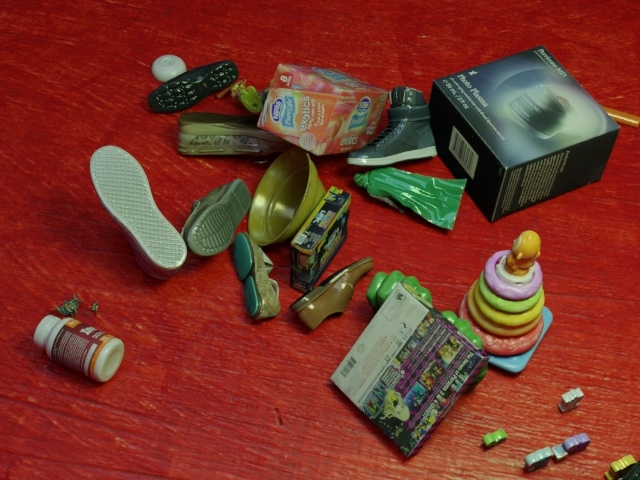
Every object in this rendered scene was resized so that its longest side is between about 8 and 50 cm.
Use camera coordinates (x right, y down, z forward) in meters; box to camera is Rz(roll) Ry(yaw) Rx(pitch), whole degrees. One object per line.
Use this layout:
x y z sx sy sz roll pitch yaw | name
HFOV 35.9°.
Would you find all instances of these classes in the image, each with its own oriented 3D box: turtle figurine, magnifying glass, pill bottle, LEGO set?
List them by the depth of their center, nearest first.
-0.445 0.194 1.814 0.152 0.086 0.086 21 54 14 | pill bottle
-0.472 0.132 1.908 0.083 0.023 0.054 19 54 -4 | LEGO set
-0.115 -0.321 2.206 0.269 0.087 0.217 -5 10 7 | turtle figurine
0.629 -0.307 2.304 0.231 0.026 0.092 18 52 14 | magnifying glass

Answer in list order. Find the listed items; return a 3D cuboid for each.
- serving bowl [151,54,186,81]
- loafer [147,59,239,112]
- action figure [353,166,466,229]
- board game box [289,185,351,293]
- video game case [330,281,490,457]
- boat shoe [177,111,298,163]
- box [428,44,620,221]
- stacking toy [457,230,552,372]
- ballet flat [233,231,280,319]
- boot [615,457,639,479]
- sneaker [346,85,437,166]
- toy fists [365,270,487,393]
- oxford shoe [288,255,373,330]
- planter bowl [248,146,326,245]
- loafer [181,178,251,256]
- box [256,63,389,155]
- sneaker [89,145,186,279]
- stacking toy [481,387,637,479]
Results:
-0.361 -0.413 2.341 0.083 0.027 0.083 1 51 -1 | serving bowl
-0.294 -0.355 2.278 0.223 0.076 0.078 -26 21 -14 | loafer
0.181 -0.103 2.094 0.232 0.063 0.137 17 54 6 | action figure
0.000 0.000 1.953 0.048 0.141 0.170 23 54 17 | board game box
0.153 0.226 1.747 0.210 0.232 0.042 42 18 28 | video game case
-0.171 -0.222 2.172 0.285 0.089 0.104 7 25 0 | boat shoe
0.428 -0.240 2.141 0.294 0.183 0.296 -20 55 -19 | box
0.347 0.084 1.799 0.165 0.302 0.175 28 56 18 | stacking toy
-0.122 0.072 1.951 0.067 0.073 0.206 9 49 -30 | ballet flat
0.559 0.520 1.569 0.260 0.131 0.348 -23 55 -19 | boot
0.144 -0.245 2.124 0.226 0.163 0.086 -14 14 -31 | sneaker
0.193 0.165 1.830 0.096 0.142 0.279 -33 59 -26 | toy fists
0.035 0.103 1.933 0.212 0.076 0.076 -36 91 -30 | oxford shoe
-0.051 -0.075 2.015 0.090 0.217 0.217 24 44 -30 | planter bowl
-0.220 -0.039 1.996 0.087 0.094 0.251 -13 21 26 | loafer
0.012 -0.278 2.082 0.154 0.142 0.300 27 17 19 | box
-0.371 -0.042 1.945 0.102 0.161 0.282 -28 83 -21 | sneaker
0.415 0.371 1.733 0.221 0.052 0.167 -20 55 -17 | stacking toy
